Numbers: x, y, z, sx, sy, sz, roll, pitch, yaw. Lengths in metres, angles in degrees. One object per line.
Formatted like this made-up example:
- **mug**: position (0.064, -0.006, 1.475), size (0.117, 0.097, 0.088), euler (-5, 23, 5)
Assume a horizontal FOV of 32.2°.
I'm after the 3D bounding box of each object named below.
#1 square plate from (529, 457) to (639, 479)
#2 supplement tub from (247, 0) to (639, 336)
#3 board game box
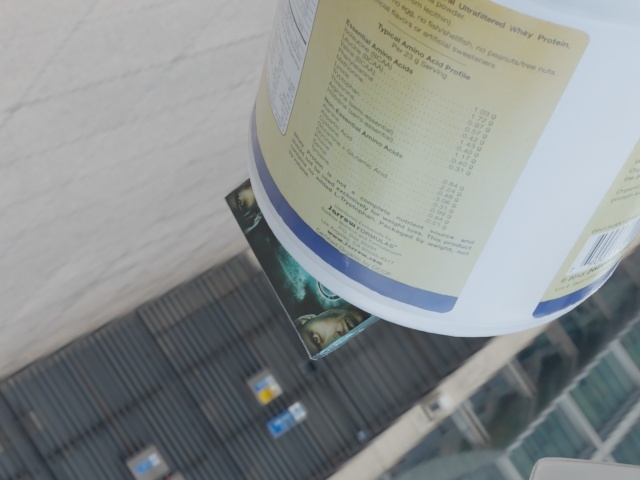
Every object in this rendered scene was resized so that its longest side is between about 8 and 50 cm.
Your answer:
- **square plate**: position (0.288, 0.334, 0.912), size (0.344, 0.049, 0.347), euler (-3, -130, 36)
- **supplement tub**: position (0.096, -0.124, 0.538), size (0.228, 0.228, 0.316), euler (-31, 155, -33)
- **board game box**: position (0.000, 0.000, 1.035), size (0.126, 0.186, 0.026), euler (-37, 158, 17)
